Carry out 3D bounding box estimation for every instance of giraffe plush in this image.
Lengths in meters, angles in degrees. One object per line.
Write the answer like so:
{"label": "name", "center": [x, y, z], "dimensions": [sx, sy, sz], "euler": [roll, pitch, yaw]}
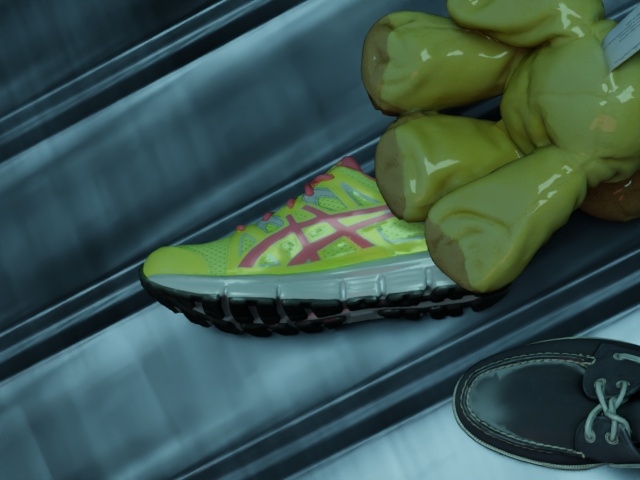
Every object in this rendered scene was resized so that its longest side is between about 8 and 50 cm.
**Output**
{"label": "giraffe plush", "center": [0.151, -0.069, 0.808], "dimensions": [0.210, 0.170, 0.181], "euler": [-20, 74, 37]}

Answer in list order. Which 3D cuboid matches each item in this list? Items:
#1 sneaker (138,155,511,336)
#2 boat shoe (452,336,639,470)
{"label": "sneaker", "center": [0.000, 0.000, 0.871], "dimensions": [0.209, 0.081, 0.094], "euler": [-5, 74, 2]}
{"label": "boat shoe", "center": [0.168, 0.085, 0.806], "dimensions": [0.206, 0.065, 0.075], "euler": [3, 76, 16]}
